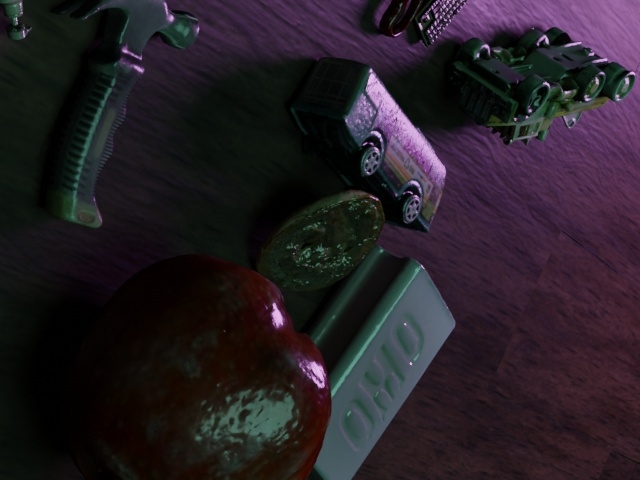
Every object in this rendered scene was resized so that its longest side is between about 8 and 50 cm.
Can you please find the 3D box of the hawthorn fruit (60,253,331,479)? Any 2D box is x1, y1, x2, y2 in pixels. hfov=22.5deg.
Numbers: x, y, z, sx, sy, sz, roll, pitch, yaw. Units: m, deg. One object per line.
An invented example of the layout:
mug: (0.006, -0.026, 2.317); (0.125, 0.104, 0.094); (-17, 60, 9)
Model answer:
hawthorn fruit: (-0.121, 0.154, 1.591); (0.284, 0.284, 0.284); (-29, 131, -41)

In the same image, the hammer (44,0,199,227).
hammer: (-0.203, -0.125, 1.494); (0.159, 0.041, 0.226); (12, 99, -54)

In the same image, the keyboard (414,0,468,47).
keyboard: (0.154, -0.287, 1.893); (0.129, 0.015, 0.049); (-50, 142, -22)

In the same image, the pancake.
pancake: (0.000, 0.000, 1.791); (0.158, 0.028, 0.158); (-20, 145, -15)

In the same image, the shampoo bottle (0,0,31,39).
shampoo bottle: (-0.265, -0.234, 1.358); (0.049, 0.034, 0.141); (-39, 137, -44)

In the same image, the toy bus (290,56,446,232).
toy bus: (0.060, -0.101, 1.816); (0.109, 0.091, 0.261); (-64, 147, -15)

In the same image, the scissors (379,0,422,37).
scissors: (0.141, -0.347, 1.826); (0.247, 0.017, 0.144); (-47, 150, -26)

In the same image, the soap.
soap: (0.041, 0.156, 1.932); (0.265, 0.088, 0.160); (-54, 144, -17)

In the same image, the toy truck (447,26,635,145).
toy truck: (0.267, -0.178, 2.016); (0.259, 0.128, 0.135); (-11, 131, -50)
